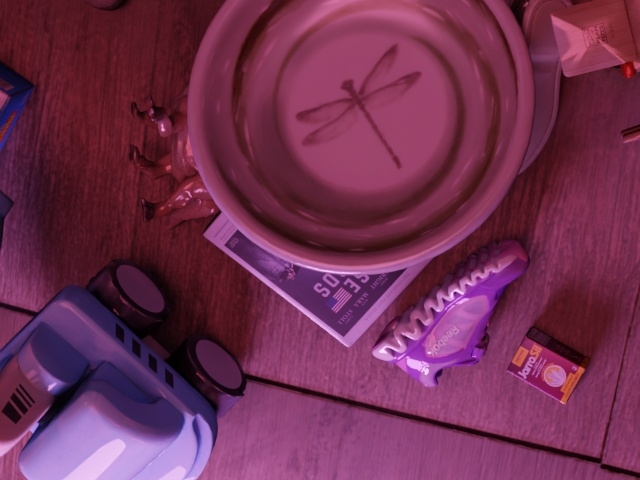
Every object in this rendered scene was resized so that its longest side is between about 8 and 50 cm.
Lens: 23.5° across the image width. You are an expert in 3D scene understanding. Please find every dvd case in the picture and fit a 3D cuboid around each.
[{"bbox_3d":[0.000,0.000,1.903,0.238,0.029,0.179,38,112,-9],"label":"dvd case"}]

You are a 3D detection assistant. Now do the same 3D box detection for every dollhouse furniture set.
[{"bbox_3d":[0.321,-0.233,1.656,0.135,0.259,0.262,-13,95,11],"label":"dollhouse furniture set"}]

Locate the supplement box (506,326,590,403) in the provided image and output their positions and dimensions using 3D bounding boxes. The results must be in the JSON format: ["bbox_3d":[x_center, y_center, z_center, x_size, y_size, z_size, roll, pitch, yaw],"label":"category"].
[{"bbox_3d":[0.277,0.152,1.868,0.083,0.043,0.055,29,110,11],"label":"supplement box"}]

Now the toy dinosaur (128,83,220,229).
[{"bbox_3d":[-0.129,-0.120,1.913,0.200,0.127,0.296,-4,122,-17],"label":"toy dinosaur"}]

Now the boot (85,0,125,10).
[{"bbox_3d":[-0.303,-0.402,1.879,0.083,0.161,0.247,2,102,19],"label":"boot"}]

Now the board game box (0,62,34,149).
[{"bbox_3d":[-0.586,-0.159,2.051,0.308,0.086,0.302,34,110,3],"label":"board game box"}]

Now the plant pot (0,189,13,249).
[{"bbox_3d":[-0.505,-0.033,1.893,0.293,0.293,0.196,41,83,6],"label":"plant pot"}]

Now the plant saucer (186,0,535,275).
[{"bbox_3d":[0.050,-0.152,1.777,0.400,0.100,0.400,-2,80,11],"label":"plant saucer"}]

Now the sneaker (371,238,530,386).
[{"bbox_3d":[0.176,0.095,1.870,0.104,0.095,0.236,46,116,-3],"label":"sneaker"}]

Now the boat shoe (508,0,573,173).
[{"bbox_3d":[0.236,-0.187,1.799,0.081,0.069,0.228,5,112,-24],"label":"boat shoe"}]

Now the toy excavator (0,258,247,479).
[{"bbox_3d":[-0.327,0.191,1.828,0.433,0.445,0.222,44,111,-11],"label":"toy excavator"}]
